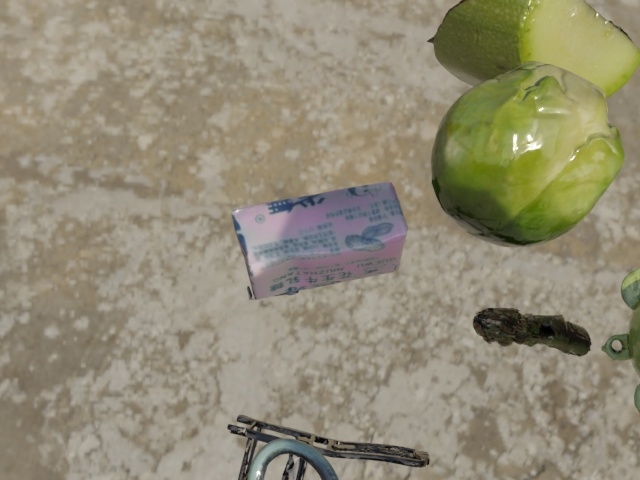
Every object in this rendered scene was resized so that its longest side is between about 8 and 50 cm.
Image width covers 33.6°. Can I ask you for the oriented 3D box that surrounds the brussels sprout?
[{"bbox_3d":[0.158,-0.069,0.852,0.155,0.155,0.117,-6,17,-19],"label":"brussels sprout"}]

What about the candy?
[{"bbox_3d":[0.000,0.000,1.024,0.160,0.092,0.073,-11,63,-5],"label":"candy"}]

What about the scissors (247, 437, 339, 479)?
[{"bbox_3d":[0.042,0.375,0.921,0.383,0.256,0.029,34,4,19],"label":"scissors"}]

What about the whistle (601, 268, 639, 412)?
[{"bbox_3d":[0.377,0.075,0.865,0.289,0.106,0.131,-8,82,21],"label":"whistle"}]

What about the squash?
[{"bbox_3d":[0.202,-0.166,1.060,0.192,0.184,0.085,27,60,-36],"label":"squash"}]

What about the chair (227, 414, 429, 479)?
[{"bbox_3d":[-0.001,0.270,1.193,0.229,0.113,0.106,13,-1,4],"label":"chair"}]

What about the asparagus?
[{"bbox_3d":[0.183,0.079,0.928,0.165,0.036,0.030,10,-6,-44],"label":"asparagus"}]
